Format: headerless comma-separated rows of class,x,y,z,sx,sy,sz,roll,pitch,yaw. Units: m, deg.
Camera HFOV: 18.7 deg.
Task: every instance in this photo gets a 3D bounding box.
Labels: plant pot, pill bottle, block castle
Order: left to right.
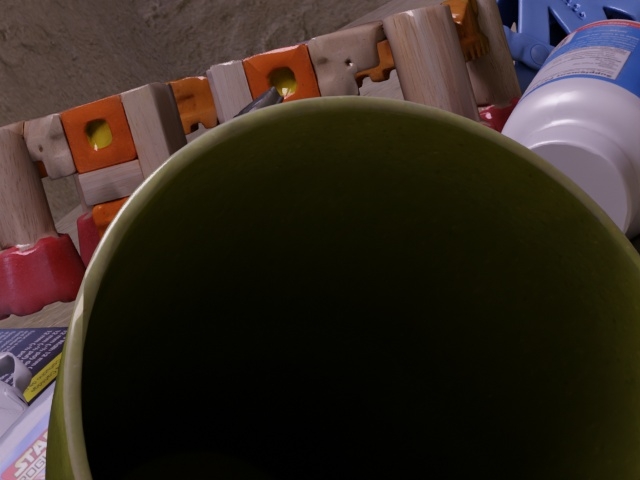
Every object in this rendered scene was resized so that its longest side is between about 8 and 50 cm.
block castle,-0.044,-0.051,1.647,0.453,0.213,0.303,-14,6,16
plant pot,-0.015,0.119,0.889,0.275,0.275,0.293,-40,-3,-29
pill bottle,0.193,-0.067,1.372,0.124,0.124,0.221,-28,13,29

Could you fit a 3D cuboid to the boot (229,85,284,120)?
boot,-0.001,0.001,1.412,0.076,0.208,0.189,-40,13,25

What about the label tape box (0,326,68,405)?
label tape box,-0.298,0.181,1.708,0.348,0.115,0.249,-2,28,33

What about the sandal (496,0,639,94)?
sandal,0.218,-0.195,1.839,0.317,0.138,0.126,-38,9,-32

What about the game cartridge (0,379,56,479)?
game cartridge,-0.103,0.149,1.132,0.297,0.062,0.198,-46,51,-13

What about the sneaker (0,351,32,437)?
sneaker,-0.346,0.223,1.452,0.366,0.137,0.210,-29,42,-1
